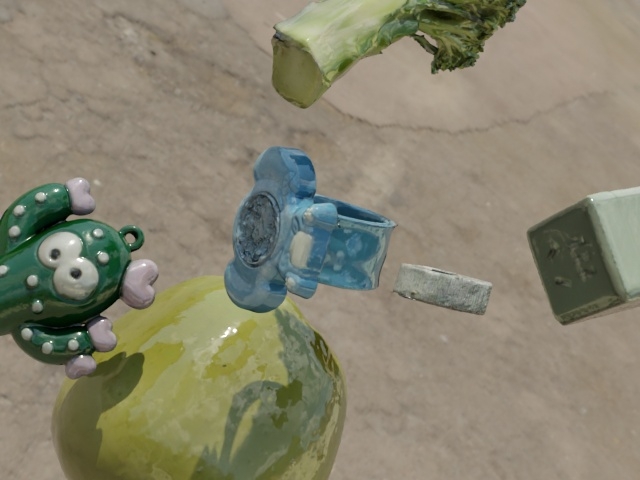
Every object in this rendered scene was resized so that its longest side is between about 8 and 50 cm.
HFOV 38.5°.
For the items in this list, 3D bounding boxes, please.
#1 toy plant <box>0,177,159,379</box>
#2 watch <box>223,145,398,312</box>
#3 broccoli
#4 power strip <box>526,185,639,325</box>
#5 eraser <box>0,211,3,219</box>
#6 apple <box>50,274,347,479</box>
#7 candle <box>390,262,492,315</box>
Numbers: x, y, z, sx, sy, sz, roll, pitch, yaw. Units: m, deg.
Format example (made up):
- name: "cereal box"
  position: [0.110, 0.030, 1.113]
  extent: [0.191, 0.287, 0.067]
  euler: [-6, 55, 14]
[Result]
- name: "toy plant"
  position: [-0.343, 0.046, 1.222]
  extent: [0.232, 0.243, 0.112]
  euler: [37, -18, 1]
- name: "watch"
  position: [0.000, 0.000, 1.145]
  extent: [0.193, 0.211, 0.211]
  euler: [7, 40, -41]
- name: "broccoli"
  position: [0.102, -0.278, 1.135]
  extent: [0.252, 0.221, 0.361]
  euler: [30, 58, -3]
- name: "power strip"
  position: [0.405, 0.012, 1.180]
  extent: [0.224, 0.140, 0.139]
  euler: [-10, 75, -27]
- name: "eraser"
  position: [-0.597, -0.009, 1.489]
  extent: [0.359, 0.272, 0.122]
  euler: [52, 60, -33]
- name: "apple"
  position: [-0.180, 0.286, 1.446]
  extent: [0.474, 0.473, 0.473]
  euler: [30, 27, -18]
- name: "candle"
  position: [0.226, 0.089, 1.681]
  extent: [0.169, 0.068, 0.192]
  euler: [15, 3, 18]
